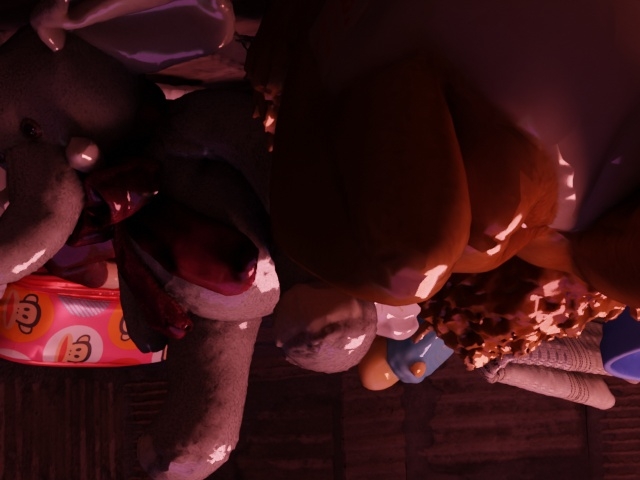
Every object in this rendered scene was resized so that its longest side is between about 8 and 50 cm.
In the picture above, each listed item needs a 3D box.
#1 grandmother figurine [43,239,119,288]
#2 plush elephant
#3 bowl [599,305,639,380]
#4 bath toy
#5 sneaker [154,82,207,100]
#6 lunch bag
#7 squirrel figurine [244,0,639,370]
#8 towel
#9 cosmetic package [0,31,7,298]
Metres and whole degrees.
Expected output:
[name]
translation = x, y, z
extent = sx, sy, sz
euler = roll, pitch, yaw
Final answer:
[grandmother figurine]
translation = -0.199, -0.022, 1.460
extent = 0.342, 0.208, 0.104
euler = -7, -146, -14
[plush elephant]
translation = -0.123, -0.041, 0.995
extent = 0.255, 0.330, 0.272
euler = 16, 153, -23
[bowl]
translation = 0.397, 0.042, 1.101
extent = 0.391, 0.077, 0.391
euler = -3, 168, -1
[bath toy]
translation = 0.000, 0.000, 1.398
extent = 0.348, 0.151, 0.129
euler = 52, 176, -41
[sneaker]
translation = -0.155, -0.104, 1.305
extent = 0.061, 0.054, 0.152
euler = 16, 156, -35
[lunch bag]
translation = -0.283, 0.046, 1.674
extent = 0.258, 0.120, 0.293
euler = 7, -166, -38
[squirrel figurine]
translation = 0.164, -0.053, 0.787
extent = 0.370, 0.281, 0.397
euler = 21, 172, -20
[towel]
translation = 0.132, 0.005, 1.310
extent = 0.056, 0.312, 0.324
euler = -44, 153, 20
[cosmetic package]
translation = -0.313, -0.052, 1.152
extent = 0.151, 0.184, 0.151
euler = 0, 170, -12
